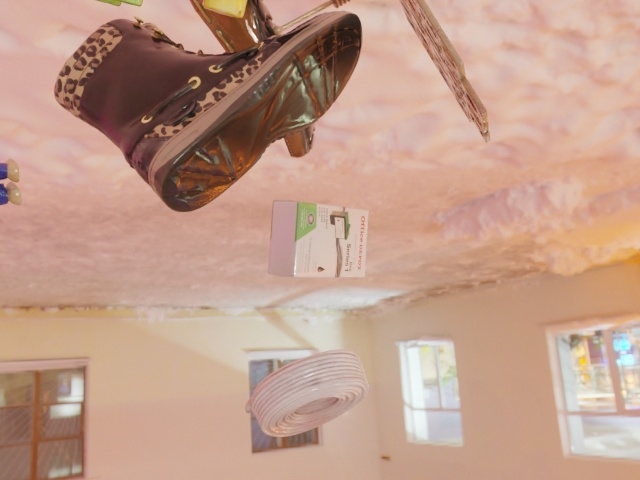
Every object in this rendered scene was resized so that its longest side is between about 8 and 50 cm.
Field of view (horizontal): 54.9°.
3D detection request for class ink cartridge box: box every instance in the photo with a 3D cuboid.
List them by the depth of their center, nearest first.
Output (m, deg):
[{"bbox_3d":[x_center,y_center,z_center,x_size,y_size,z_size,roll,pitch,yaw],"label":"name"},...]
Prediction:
[{"bbox_3d":[0.000,0.000,1.340,0.220,0.160,0.093,3,-179,-44],"label":"ink cartridge box"}]

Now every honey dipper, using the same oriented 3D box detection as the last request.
[{"bbox_3d":[-0.014,-0.412,1.115,0.161,0.030,0.030,-31,167,-4],"label":"honey dipper"}]

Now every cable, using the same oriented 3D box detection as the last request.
[{"bbox_3d":[-0.022,0.328,1.322,0.257,0.089,0.257,-9,146,-21],"label":"cable"}]

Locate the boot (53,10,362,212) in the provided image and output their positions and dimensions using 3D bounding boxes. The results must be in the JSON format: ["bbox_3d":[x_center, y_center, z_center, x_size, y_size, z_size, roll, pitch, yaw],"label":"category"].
[{"bbox_3d":[-0.151,-0.230,0.845,0.284,0.377,0.138,33,158,27],"label":"boot"}]

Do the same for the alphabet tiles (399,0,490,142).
[{"bbox_3d":[0.169,-0.313,0.951,0.011,0.342,0.285,-31,168,12],"label":"alphabet tiles"}]

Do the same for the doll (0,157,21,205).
[{"bbox_3d":[-0.478,-0.063,0.763,0.189,0.046,0.129,-18,137,-39],"label":"doll"}]

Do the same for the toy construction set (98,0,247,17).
[{"bbox_3d":[-0.205,-0.240,0.368,0.215,0.151,0.328,29,-175,41],"label":"toy construction set"}]

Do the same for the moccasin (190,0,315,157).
[{"bbox_3d":[-0.126,-0.323,1.164,0.147,0.139,0.379,-22,119,17],"label":"moccasin"}]
